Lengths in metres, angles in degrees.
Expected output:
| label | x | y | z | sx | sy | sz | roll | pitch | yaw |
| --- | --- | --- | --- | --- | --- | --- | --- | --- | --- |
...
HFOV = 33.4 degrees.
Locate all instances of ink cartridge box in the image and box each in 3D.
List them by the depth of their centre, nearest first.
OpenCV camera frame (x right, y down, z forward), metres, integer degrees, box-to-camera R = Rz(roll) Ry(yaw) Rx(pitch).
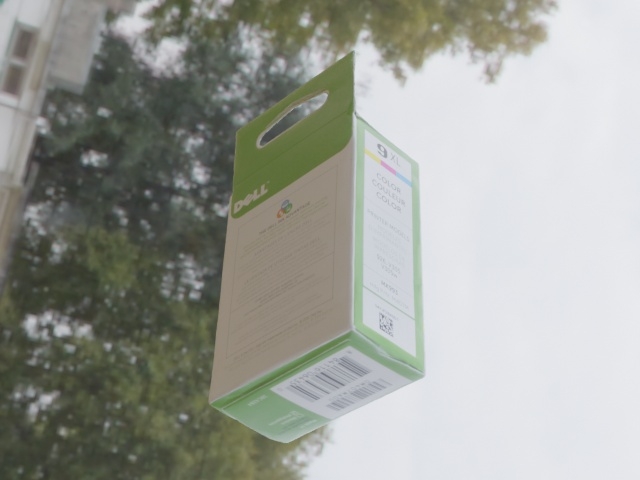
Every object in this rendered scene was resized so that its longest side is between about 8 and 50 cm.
| label | x | y | z | sx | sy | sz | roll | pitch | yaw |
| --- | --- | --- | --- | --- | --- | --- | --- | --- | --- |
| ink cartridge box | 0.000 | 0.000 | 0.626 | 0.109 | 0.062 | 0.209 | -31 | -139 | 33 |
